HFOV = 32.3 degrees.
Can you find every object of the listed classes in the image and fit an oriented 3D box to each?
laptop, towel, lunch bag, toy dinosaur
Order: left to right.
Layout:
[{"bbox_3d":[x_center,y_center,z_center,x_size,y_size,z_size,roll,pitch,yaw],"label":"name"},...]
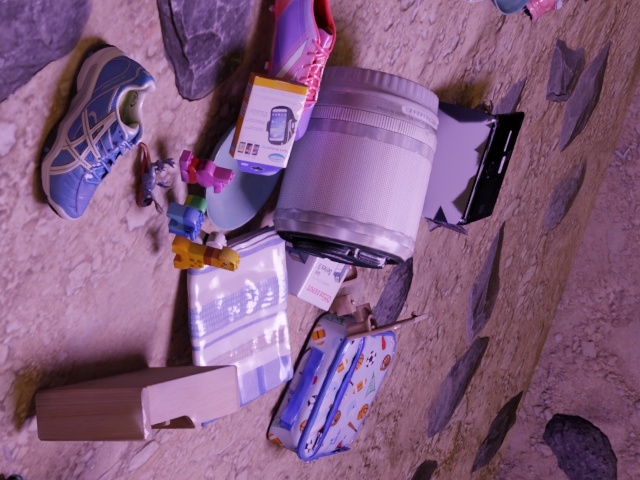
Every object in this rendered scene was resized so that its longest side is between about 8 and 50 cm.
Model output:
[{"bbox_3d":[-0.223,-0.079,1.447,0.082,0.090,0.047,-38,-173,33],"label":"toy dinosaur"},{"bbox_3d":[-0.122,0.128,1.730,0.209,0.034,0.285,-22,118,-45],"label":"towel"},{"bbox_3d":[0.022,0.296,2.194,0.243,0.115,0.303,10,103,-63],"label":"lunch bag"},{"bbox_3d":[0.275,-0.162,2.212,0.264,0.137,0.234,-17,127,-60],"label":"laptop"}]

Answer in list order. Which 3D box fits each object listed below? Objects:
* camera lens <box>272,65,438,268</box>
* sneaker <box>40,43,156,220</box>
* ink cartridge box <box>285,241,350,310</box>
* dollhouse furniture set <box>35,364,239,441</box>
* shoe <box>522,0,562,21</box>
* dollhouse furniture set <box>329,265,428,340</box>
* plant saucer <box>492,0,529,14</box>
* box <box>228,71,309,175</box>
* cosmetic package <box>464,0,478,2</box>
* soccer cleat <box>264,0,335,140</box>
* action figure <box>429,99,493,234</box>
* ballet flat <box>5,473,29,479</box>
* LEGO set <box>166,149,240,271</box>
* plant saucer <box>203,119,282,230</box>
[{"bbox_3d":[0.057,-0.105,1.690,0.219,0.219,0.274,26,76,-66],"label":"camera lens"},{"bbox_3d":[-0.257,-0.116,1.273,0.080,0.081,0.211,-8,123,-63],"label":"sneaker"},{"bbox_3d":[0.000,0.000,1.882,0.212,0.093,0.154,-61,156,-2],"label":"ink cartridge box"},{"bbox_3d":[-0.227,0.383,1.517,0.256,0.362,0.394,-2,87,-64],"label":"dollhouse furniture set"},{"bbox_3d":[0.468,-0.509,2.357,0.081,0.063,0.178,-33,179,10],"label":"shoe"},{"bbox_3d":[0.097,0.097,2.047,0.144,0.123,0.151,-13,86,-60],"label":"dollhouse furniture set"},{"bbox_3d":[0.399,-0.599,2.148,0.317,0.044,0.317,-45,150,-35],"label":"plant saucer"},{"bbox_3d":[-0.074,-0.158,1.521,0.081,0.028,0.136,9,112,-24],"label":"box"},{"bbox_3d":[0.284,-0.497,2.019,0.060,0.041,0.115,-28,137,-52],"label":"cosmetic package"},{"bbox_3d":[-0.023,-0.254,1.540,0.083,0.095,0.248,-30,128,-56],"label":"soccer cleat"},{"bbox_3d":[0.306,-0.164,2.326,0.185,0.099,0.285,21,91,-57],"label":"action figure"},{"bbox_3d":[-0.444,0.376,1.424,0.188,0.070,0.070,-48,151,-35],"label":"ballet flat"},{"bbox_3d":[-0.150,-0.011,1.508,0.227,0.093,0.087,94,12,-57],"label":"LEGO set"},{"bbox_3d":[-0.118,-0.110,1.607,0.195,0.037,0.195,-46,150,-36],"label":"plant saucer"}]
